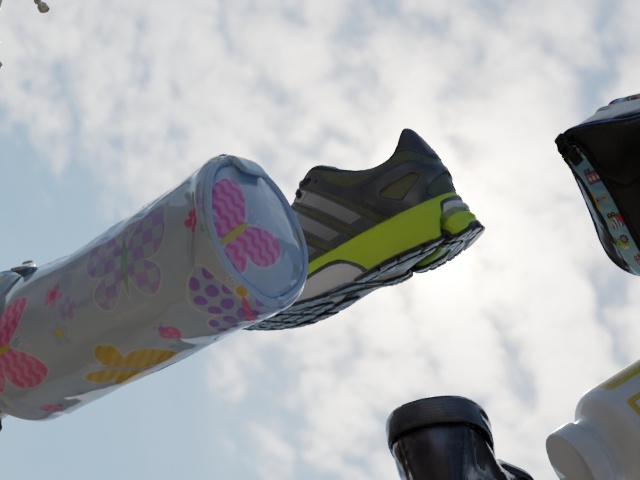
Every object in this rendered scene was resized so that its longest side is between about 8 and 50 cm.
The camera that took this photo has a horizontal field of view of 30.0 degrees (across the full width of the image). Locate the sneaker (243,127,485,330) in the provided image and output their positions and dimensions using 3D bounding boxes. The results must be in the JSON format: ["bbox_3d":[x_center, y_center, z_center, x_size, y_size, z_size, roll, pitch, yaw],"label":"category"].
[{"bbox_3d":[0.000,0.000,1.103,0.300,0.111,0.121,-23,-109,19],"label":"sneaker"}]

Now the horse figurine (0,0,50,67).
[{"bbox_3d":[-0.332,-0.300,1.284,0.066,0.263,0.174,19,-44,22],"label":"horse figurine"}]

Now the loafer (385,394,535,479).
[{"bbox_3d":[0.123,0.228,0.993,0.109,0.095,0.302,-15,-35,13],"label":"loafer"}]

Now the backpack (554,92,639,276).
[{"bbox_3d":[0.339,-0.055,1.185,0.158,0.117,0.173,-11,-75,47],"label":"backpack"}]

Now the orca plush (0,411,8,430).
[{"bbox_3d":[-0.420,0.140,1.301,0.287,0.151,0.102,1,-21,42],"label":"orca plush"}]

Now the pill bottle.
[{"bbox_3d":[0.302,0.166,1.103,0.103,0.184,0.103,52,-21,29],"label":"pill bottle"}]

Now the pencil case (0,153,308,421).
[{"bbox_3d":[-0.140,0.039,0.875,0.273,0.113,0.124,-25,-125,30],"label":"pencil case"}]
